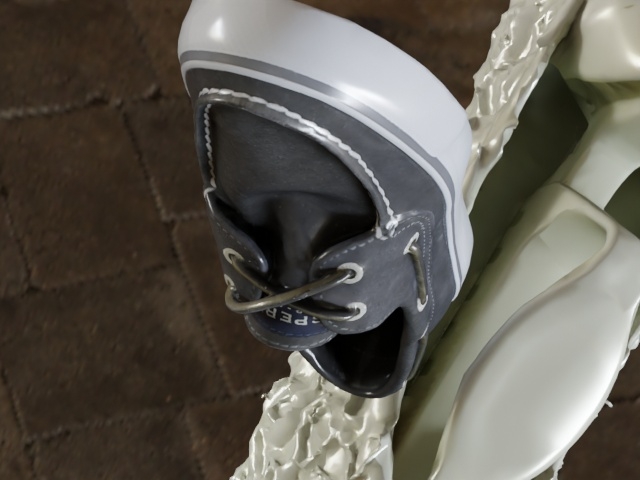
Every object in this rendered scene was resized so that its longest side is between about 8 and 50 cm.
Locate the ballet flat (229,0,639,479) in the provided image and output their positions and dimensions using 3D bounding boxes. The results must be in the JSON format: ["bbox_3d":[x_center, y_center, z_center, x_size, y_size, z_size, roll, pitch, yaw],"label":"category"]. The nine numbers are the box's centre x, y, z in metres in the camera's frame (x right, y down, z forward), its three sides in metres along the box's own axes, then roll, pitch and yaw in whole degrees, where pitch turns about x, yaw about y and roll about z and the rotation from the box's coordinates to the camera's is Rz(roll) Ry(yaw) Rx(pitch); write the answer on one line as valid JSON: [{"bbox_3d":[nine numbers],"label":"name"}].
[{"bbox_3d":[0.117,-0.013,0.679,0.147,0.147,0.409,31,78,1],"label":"ballet flat"}]

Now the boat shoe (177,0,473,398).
[{"bbox_3d":[0.000,0.000,0.513,0.080,0.228,0.076,16,76,12],"label":"boat shoe"}]
